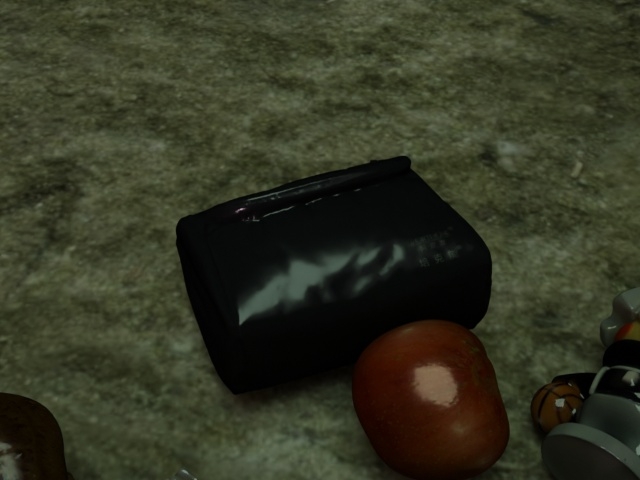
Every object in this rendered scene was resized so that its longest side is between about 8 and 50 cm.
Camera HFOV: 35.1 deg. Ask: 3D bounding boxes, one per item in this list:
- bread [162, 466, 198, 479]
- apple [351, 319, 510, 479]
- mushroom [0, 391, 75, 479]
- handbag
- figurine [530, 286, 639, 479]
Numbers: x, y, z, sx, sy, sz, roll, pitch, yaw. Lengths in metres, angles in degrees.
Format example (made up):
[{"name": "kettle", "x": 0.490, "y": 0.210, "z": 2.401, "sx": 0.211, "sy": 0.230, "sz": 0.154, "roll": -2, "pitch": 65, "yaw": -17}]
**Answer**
[{"name": "bread", "x": -0.177, "y": 0.312, "z": 0.846, "sx": 0.107, "sy": 0.136, "sz": 0.241, "roll": 30, "pitch": 54, "yaw": 26}, {"name": "apple", "x": 0.104, "y": 0.156, "z": 0.980, "sx": 0.139, "sy": 0.163, "sz": 0.163, "roll": -15, "pitch": 49, "yaw": 2}, {"name": "mushroom", "x": -0.319, "y": 0.238, "z": 0.906, "sx": 0.194, "sy": 0.138, "sz": 0.231, "roll": -16, "pitch": 51, "yaw": -15}, {"name": "handbag", "x": 0.000, "y": -0.002, "z": 1.094, "sx": 0.302, "sy": 0.178, "sz": 0.275, "roll": -16, "pitch": 48, "yaw": -15}, {"name": "figurine", "x": 0.320, "y": 0.148, "z": 1.011, "sx": 0.176, "sy": 0.133, "sz": 0.236, "roll": 20, "pitch": 55, "yaw": 40}]
